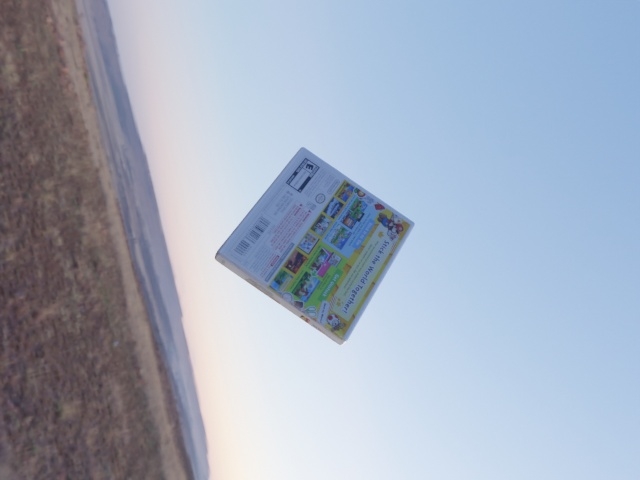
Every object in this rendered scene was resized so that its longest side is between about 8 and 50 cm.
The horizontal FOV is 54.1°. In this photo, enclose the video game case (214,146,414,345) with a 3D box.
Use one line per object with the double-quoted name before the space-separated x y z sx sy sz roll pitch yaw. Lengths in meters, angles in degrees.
"video game case" 0.000 0.000 0.876 0.206 0.227 0.026 34 -32 1
